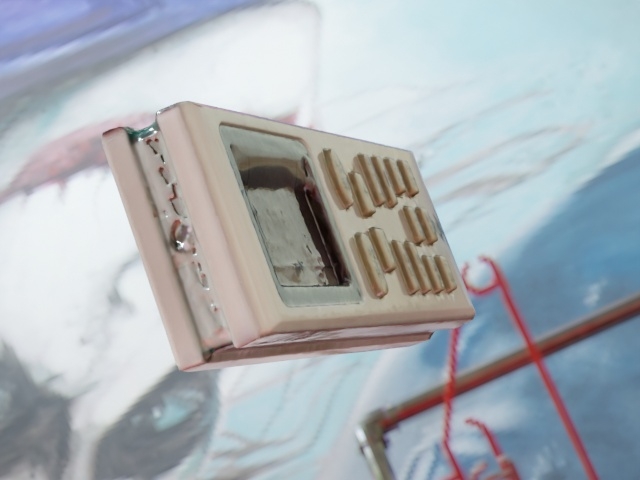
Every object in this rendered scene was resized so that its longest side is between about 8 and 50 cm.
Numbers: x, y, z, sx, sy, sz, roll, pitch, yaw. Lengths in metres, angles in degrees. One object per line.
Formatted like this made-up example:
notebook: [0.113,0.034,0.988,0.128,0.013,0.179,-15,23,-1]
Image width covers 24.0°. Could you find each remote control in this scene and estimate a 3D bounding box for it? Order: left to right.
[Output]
remote control: [0.000,0.000,0.714,0.277,0.055,0.103,4,-116,-67]
